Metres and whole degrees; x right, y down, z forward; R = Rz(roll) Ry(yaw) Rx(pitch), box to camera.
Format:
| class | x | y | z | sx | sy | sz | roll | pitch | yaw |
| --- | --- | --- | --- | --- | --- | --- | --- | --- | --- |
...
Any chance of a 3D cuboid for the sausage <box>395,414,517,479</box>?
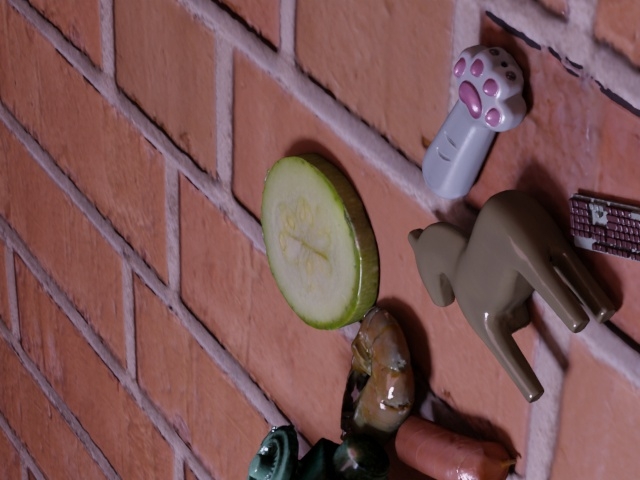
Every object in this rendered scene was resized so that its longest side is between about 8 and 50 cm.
| class | x | y | z | sx | sy | sz | roll | pitch | yaw |
| --- | --- | --- | --- | --- | --- | --- | --- | --- | --- |
| sausage | 0.150 | 0.238 | 1.915 | 0.169 | 0.065 | 0.065 | 14 | 118 | 60 |

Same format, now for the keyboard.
| class | x | y | z | sx | sy | sz | roll | pitch | yaw |
| --- | --- | --- | --- | --- | --- | --- | --- | --- | --- |
| keyboard | 0.278 | -0.005 | 1.568 | 0.166 | 0.017 | 0.055 | 17 | 120 | 59 |

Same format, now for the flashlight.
| class | x | y | z | sx | sy | sz | roll | pitch | yaw |
| --- | --- | --- | --- | --- | --- | --- | --- | --- | --- |
| flashlight | 0.145 | -0.111 | 1.727 | 0.093 | 0.047 | 0.200 | 60 | 150 | 24 |

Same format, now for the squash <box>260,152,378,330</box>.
| class | x | y | z | sx | sy | sz | roll | pitch | yaw |
| --- | --- | --- | --- | --- | --- | --- | --- | --- | --- |
| squash | -0.004 | 0.001 | 2.086 | 0.219 | 0.041 | 0.219 | 40 | 139 | 47 |

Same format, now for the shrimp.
| class | x | y | z | sx | sy | sz | roll | pitch | yaw |
| --- | --- | --- | --- | --- | --- | --- | --- | --- | --- |
| shrimp | 0.059 | 0.182 | 2.055 | 0.267 | 0.061 | 0.145 | 98 | 156 | -50 |

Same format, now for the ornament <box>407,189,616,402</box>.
| class | x | y | z | sx | sy | sz | roll | pitch | yaw |
| --- | --- | --- | --- | --- | --- | --- | --- | --- | --- |
| ornament | 0.174 | 0.039 | 1.744 | 0.245 | 0.061 | 0.230 | 57 | 152 | 26 |

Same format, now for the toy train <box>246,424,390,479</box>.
| class | x | y | z | sx | sy | sz | roll | pitch | yaw |
| --- | --- | --- | --- | --- | --- | --- | --- | --- | --- |
| toy train | -0.060 | 0.423 | 2.044 | 0.442 | 0.179 | 0.272 | -52 | 24 | 30 |
